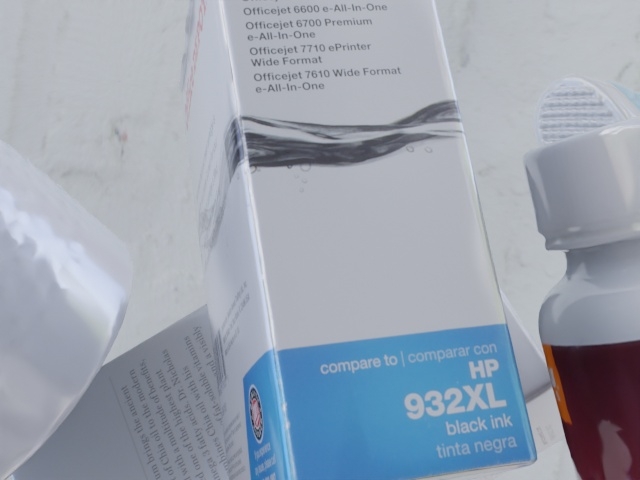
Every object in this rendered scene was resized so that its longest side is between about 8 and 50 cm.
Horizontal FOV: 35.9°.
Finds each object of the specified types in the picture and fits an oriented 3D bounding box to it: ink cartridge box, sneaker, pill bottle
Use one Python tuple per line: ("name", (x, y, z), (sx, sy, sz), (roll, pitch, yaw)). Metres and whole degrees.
("ink cartridge box", (0.000, 0.000, 0.594), (0.129, 0.223, 0.307), (-6, -107, -13))
("sneaker", (0.363, -0.020, 0.978), (0.150, 0.135, 0.366), (-6, -117, -39))
("pill bottle", (0.263, 0.111, 0.603), (0.224, 0.224, 0.392), (-14, -91, -9))

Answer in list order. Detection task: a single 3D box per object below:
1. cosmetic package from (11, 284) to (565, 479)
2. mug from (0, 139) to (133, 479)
("cosmetic package", (-0.032, 0.171, 0.882), (0.453, 0.230, 0.161), (-30, -32, 3))
("mug", (-0.368, -0.012, 0.790), (0.276, 0.374, 0.328), (-43, -60, 6))
